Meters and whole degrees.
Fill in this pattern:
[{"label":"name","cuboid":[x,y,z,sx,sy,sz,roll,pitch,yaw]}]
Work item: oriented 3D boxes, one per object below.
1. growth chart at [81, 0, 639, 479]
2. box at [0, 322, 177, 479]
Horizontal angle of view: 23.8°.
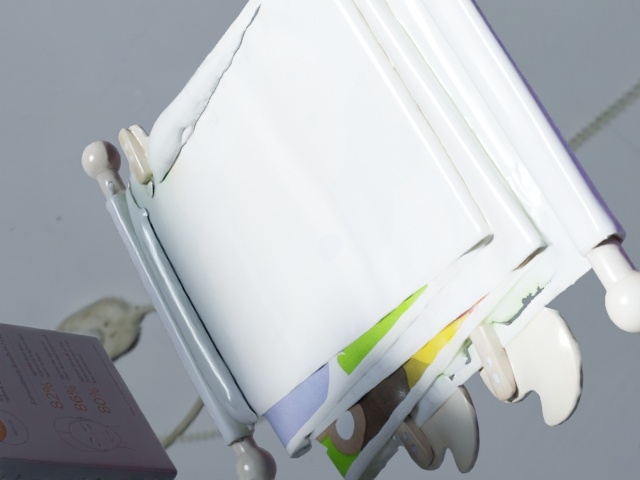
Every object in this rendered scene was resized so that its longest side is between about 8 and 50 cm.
[{"label":"growth chart","cuboid":[0.000,0.000,0.489,0.237,0.021,0.172,-36,76,52]},{"label":"box","cuboid":[-0.196,0.121,0.903,0.091,0.170,0.130,-57,46,21]}]
